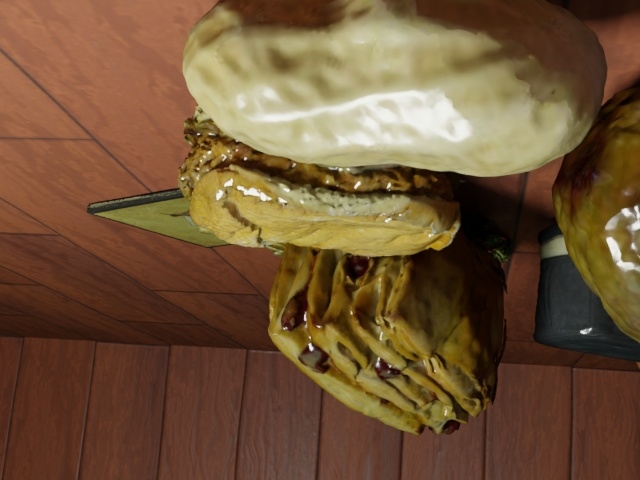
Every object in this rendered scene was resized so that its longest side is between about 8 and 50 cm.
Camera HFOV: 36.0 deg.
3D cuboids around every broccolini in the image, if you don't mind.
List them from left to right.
[{"bbox_3d":[0.212,0.010,1.447,0.123,0.062,0.271,10,173,23],"label":"broccolini"}]

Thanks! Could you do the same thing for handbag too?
[{"bbox_3d":[0.406,0.063,1.312,0.254,0.182,0.181,11,166,-19],"label":"handbag"}]

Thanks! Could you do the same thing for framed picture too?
[{"bbox_3d":[-0.134,-0.034,1.429,0.338,0.014,0.255,-6,163,38],"label":"framed picture"}]

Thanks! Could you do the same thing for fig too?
[{"bbox_3d":[0.350,0.047,0.842,0.286,0.369,0.286,-5,180,0],"label":"fig"}]

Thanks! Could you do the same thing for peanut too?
[{"bbox_3d":[0.045,-0.125,0.716,0.313,0.152,0.152,5,168,23],"label":"peanut"}]

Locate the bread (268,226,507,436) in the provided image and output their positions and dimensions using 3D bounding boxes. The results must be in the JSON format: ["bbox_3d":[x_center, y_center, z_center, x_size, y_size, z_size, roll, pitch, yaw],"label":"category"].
[{"bbox_3d":[0.109,0.069,1.185,0.324,0.278,0.167,36,145,-32],"label":"bread"}]

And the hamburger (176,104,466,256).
[{"bbox_3d":[0.002,-0.068,0.976,0.283,0.145,0.259,2,172,-10],"label":"hamburger"}]

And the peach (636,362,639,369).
[{"bbox_3d":[0.631,0.154,1.563,0.232,0.233,0.256,13,155,-34],"label":"peach"}]

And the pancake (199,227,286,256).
[{"bbox_3d":[0.001,-0.005,1.391,0.376,0.054,0.197,14,162,-32],"label":"pancake"}]
